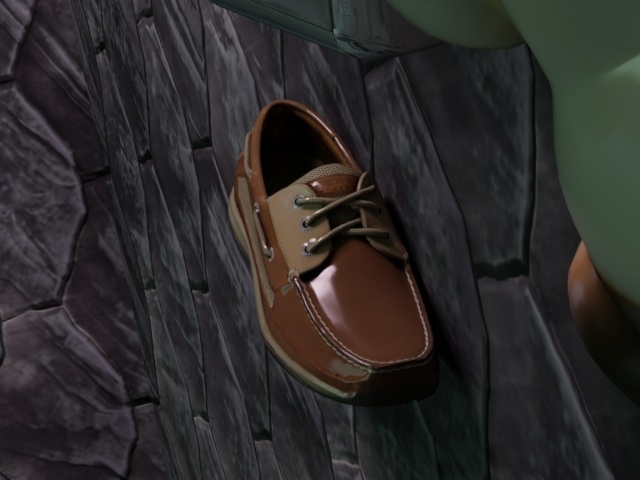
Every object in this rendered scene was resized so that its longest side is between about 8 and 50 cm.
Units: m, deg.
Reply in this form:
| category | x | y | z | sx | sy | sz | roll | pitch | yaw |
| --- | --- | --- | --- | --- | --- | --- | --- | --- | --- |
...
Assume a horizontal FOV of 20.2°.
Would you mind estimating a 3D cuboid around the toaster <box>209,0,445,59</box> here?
| category | x | y | z | sx | sy | sz | roll | pitch | yaw |
| --- | --- | --- | --- | --- | --- | --- | --- | --- | --- |
| toaster | 0.045 | -0.184 | 0.961 | 0.146 | 0.227 | 0.129 | 35 | 138 | 44 |

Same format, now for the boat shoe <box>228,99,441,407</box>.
| category | x | y | z | sx | sy | sz | roll | pitch | yaw |
| --- | --- | --- | --- | --- | --- | --- | --- | --- | --- |
| boat shoe | 0.000 | 0.000 | 1.383 | 0.324 | 0.122 | 0.120 | -123 | 29 | -51 |

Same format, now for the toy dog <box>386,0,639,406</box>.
| category | x | y | z | sx | sy | sz | roll | pitch | yaw |
| --- | --- | --- | --- | --- | --- | --- | --- | --- | --- |
| toy dog | 0.124 | -0.133 | 0.533 | 0.395 | 0.284 | 0.408 | 3 | -112 | -77 |
